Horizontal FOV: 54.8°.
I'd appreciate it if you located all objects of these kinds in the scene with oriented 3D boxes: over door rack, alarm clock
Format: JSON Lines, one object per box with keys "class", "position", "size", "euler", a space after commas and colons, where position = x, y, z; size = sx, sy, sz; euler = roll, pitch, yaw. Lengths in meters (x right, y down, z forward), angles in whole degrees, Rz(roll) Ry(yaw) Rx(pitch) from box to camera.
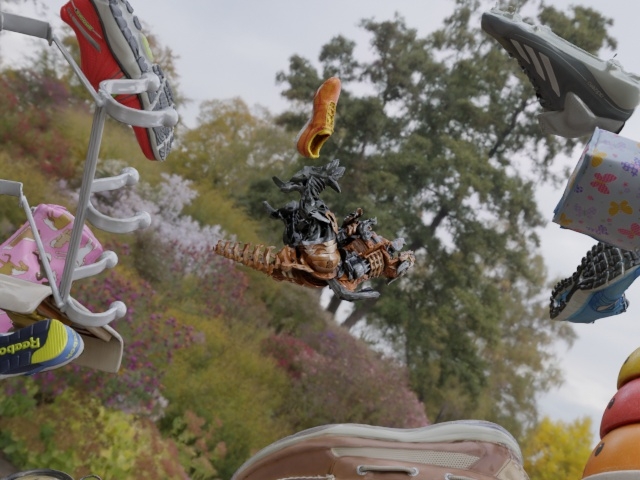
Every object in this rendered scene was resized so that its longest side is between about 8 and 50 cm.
{"class": "over door rack", "position": [-0.273, -0.092, 0.688], "size": [0.108, 0.239, 0.324], "euler": [-2, 30, -46]}
{"class": "alarm clock", "position": [-0.441, 0.419, 0.988], "size": [0.129, 0.064, 0.192], "euler": [17, 17, 40]}

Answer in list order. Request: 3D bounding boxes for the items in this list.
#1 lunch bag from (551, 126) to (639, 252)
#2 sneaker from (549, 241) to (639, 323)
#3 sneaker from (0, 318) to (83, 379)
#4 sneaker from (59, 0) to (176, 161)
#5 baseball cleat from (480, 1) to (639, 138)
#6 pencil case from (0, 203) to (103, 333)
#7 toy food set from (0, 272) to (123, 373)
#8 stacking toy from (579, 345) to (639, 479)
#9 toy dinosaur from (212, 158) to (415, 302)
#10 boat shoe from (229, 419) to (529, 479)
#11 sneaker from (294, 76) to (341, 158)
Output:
{"class": "lunch bag", "position": [0.224, -0.034, 0.471], "size": [0.071, 0.053, 0.083], "euler": [23, -44, 17]}
{"class": "sneaker", "position": [0.349, 0.054, 0.750], "size": [0.073, 0.063, 0.162], "euler": [18, -34, -5]}
{"class": "sneaker", "position": [-0.317, 0.120, 0.645], "size": [0.144, 0.053, 0.059], "euler": [-10, -17, 10]}
{"class": "sneaker", "position": [-0.318, -0.254, 0.981], "size": [0.119, 0.107, 0.278], "euler": [-11, -63, 13]}
{"class": "baseball cleat", "position": [0.254, -0.185, 0.702], "size": [0.206, 0.109, 0.072], "euler": [39, 32, 25]}
{"class": "pencil case", "position": [-0.647, 0.095, 1.292], "size": [0.167, 0.386, 0.160], "euler": [39, -15, 10]}
{"class": "toy food set", "position": [-0.479, 0.135, 0.995], "size": [0.220, 0.092, 0.306], "euler": [12, -24, 13]}
{"class": "stacking toy", "position": [0.650, 0.301, 1.117], "size": [0.351, 0.479, 0.350], "euler": [13, -35, 9]}
{"class": "toy dinosaur", "position": [0.000, 0.000, 0.998], "size": [0.322, 0.218, 0.164], "euler": [13, -39, -42]}
{"class": "boat shoe", "position": [0.058, 0.266, 0.636], "size": [0.116, 0.325, 0.123], "euler": [-95, 174, -66]}
{"class": "sneaker", "position": [0.009, -0.253, 1.285], "size": [0.067, 0.175, 0.064], "euler": [32, 18, 36]}
